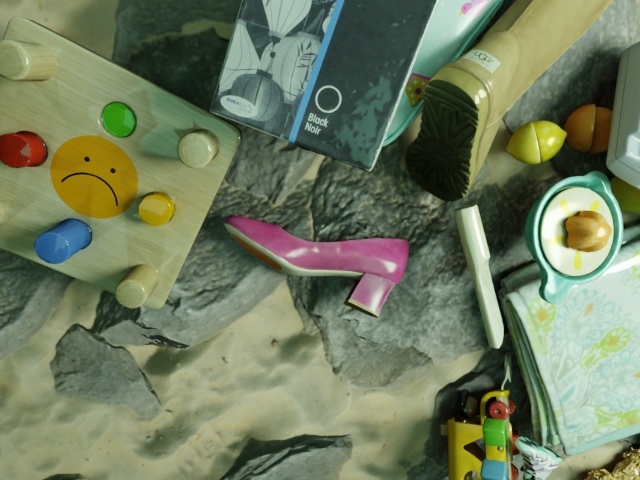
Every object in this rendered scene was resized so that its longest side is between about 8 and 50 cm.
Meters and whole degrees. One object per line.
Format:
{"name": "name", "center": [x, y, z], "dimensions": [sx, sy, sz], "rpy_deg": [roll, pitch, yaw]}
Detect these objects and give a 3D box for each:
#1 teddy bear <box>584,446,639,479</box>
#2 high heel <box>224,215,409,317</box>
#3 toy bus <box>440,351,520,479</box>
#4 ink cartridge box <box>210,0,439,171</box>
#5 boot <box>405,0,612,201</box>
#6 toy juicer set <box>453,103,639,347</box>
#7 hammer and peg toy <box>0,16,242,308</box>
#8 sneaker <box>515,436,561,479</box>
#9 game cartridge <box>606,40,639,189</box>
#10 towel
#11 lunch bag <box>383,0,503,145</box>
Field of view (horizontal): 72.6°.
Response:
{"name": "teddy bear", "center": [0.627, 0.397, 0.755], "dimensions": [0.245, 0.113, 0.338], "rpy_deg": [37, 109, -8]}
{"name": "high heel", "center": [0.000, 0.000, 0.586], "dimensions": [0.244, 0.082, 0.117], "rpy_deg": [27, 75, 0]}
{"name": "toy bus", "center": [0.243, 0.303, 0.674], "dimensions": [0.105, 0.202, 0.190], "rpy_deg": [-4, 119, 28]}
{"name": "ink cartridge box", "center": [0.031, -0.244, 0.388], "dimensions": [0.166, 0.065, 0.332], "rpy_deg": [21, 102, 4]}
{"name": "boot", "center": [0.226, -0.189, 0.507], "dimensions": [0.089, 0.236, 0.269], "rpy_deg": [41, 78, 15]}
{"name": "toy juicer set", "center": [0.293, -0.040, 0.537], "dimensions": [0.329, 0.089, 0.209], "rpy_deg": [-39, 102, -9]}
{"name": "hammer and peg toy", "center": [-0.305, -0.089, 0.491], "dimensions": [0.362, 0.127, 0.265], "rpy_deg": [25, 106, -12]}
{"name": "sneaker", "center": [0.315, 0.340, 0.654], "dimensions": [0.098, 0.038, 0.069], "rpy_deg": [31, 91, -23]}
{"name": "game cartridge", "center": [0.486, -0.116, 0.542], "dimensions": [0.298, 0.062, 0.197], "rpy_deg": [25, 66, -12]}
{"name": "towel", "center": [0.476, 0.140, 0.655], "dimensions": [0.375, 0.090, 0.320], "rpy_deg": [-22, 109, 2]}
{"name": "lunch bag", "center": [0.051, -0.253, 0.478], "dimensions": [0.224, 0.108, 0.279], "rpy_deg": [35, 102, -15]}
